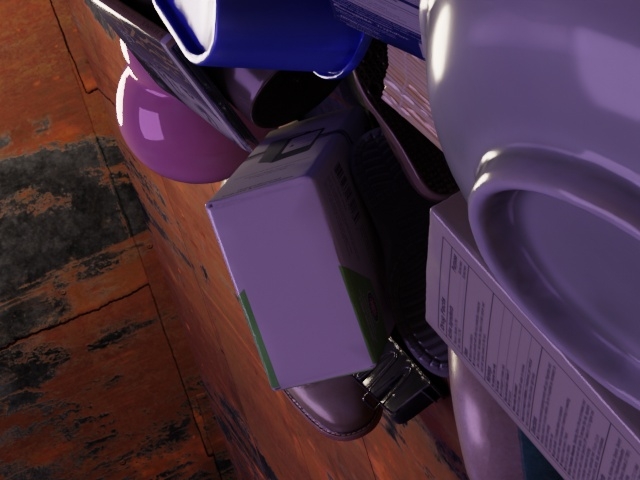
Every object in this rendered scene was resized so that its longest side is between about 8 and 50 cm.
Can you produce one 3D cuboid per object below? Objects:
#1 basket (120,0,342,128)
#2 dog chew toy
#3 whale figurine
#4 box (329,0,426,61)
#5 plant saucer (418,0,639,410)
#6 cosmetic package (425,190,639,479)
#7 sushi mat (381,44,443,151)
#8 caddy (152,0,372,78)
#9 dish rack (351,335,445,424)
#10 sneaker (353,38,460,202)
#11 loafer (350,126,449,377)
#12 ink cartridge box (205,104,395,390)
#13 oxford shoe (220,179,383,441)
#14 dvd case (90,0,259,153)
[{"bbox_3d":[-0.082,-0.243,1.725,0.227,0.204,0.154,52,-165,21],"label":"basket"},{"bbox_3d":[-0.151,-0.232,1.967,0.206,0.206,0.332,-126,25,-45],"label":"dog chew toy"},{"bbox_3d":[0.176,0.079,1.354,0.216,0.141,0.272,69,-163,-68],"label":"whale figurine"},{"bbox_3d":[0.056,-0.160,0.987,0.136,0.036,0.225,27,173,15],"label":"box"},{"bbox_3d":[0.186,0.008,0.839,0.400,0.100,0.400,39,164,13],"label":"plant saucer"},{"bbox_3d":[0.207,0.097,1.124,0.309,0.113,0.160,51,162,27],"label":"cosmetic package"},{"bbox_3d":[0.154,-0.051,1.246,0.316,0.019,0.151,47,160,25],"label":"sushi mat"},{"bbox_3d":[-0.037,-0.282,1.434,0.341,0.179,0.241,-123,37,-55],"label":"caddy"},{"bbox_3d":[0.009,0.089,1.893,0.271,0.074,0.208,45,180,-33],"label":"dish rack"},{"bbox_3d":[0.071,-0.120,1.515,0.071,0.066,0.188,151,96,-78],"label":"sneaker"},{"bbox_3d":[0.105,0.010,1.598,0.087,0.094,0.251,19,-126,-73],"label":"loafer"},{"bbox_3d":[0.000,0.000,1.641,0.273,0.115,0.198,-58,-50,-68],"label":"ink cartridge box"},{"bbox_3d":[-0.039,0.069,2.088,0.397,0.140,0.146,63,178,17],"label":"oxford shoe"},{"bbox_3d":[-0.163,-0.187,1.755,0.221,0.018,0.164,36,168,49],"label":"dvd case"}]
